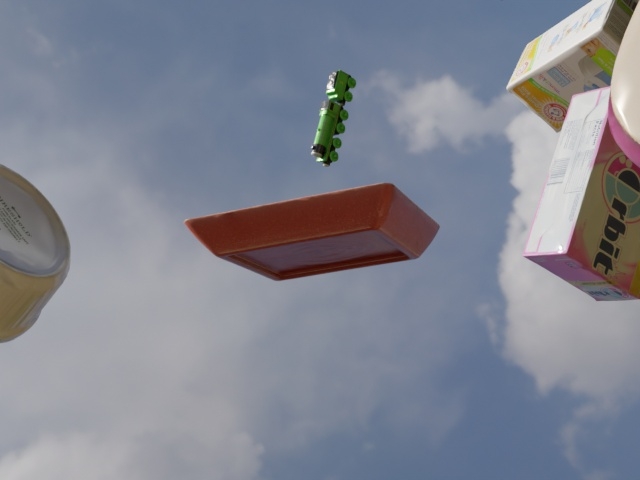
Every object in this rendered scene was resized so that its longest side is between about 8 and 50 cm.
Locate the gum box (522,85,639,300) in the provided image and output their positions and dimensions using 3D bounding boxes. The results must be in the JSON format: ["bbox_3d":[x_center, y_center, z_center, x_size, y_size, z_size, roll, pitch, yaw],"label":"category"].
[{"bbox_3d":[0.278,-0.049,1.049,0.107,0.062,0.188,28,-107,-27],"label":"gum box"}]

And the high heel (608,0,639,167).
[{"bbox_3d":[0.268,-0.095,0.352,0.377,0.127,0.181,-30,-38,3],"label":"high heel"}]

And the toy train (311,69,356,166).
[{"bbox_3d":[0.010,-0.101,0.892,0.024,0.017,0.083,25,-109,-36],"label":"toy train"}]

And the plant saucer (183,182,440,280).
[{"bbox_3d":[0.000,0.000,1.350,0.258,0.047,0.259,-10,-13,17],"label":"plant saucer"}]

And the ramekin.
[{"bbox_3d":[-0.477,0.003,1.538,0.127,0.273,0.273,-39,-41,22],"label":"ramekin"}]

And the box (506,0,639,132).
[{"bbox_3d":[0.386,-0.259,1.571,0.114,0.103,0.203,38,-33,-16],"label":"box"}]
